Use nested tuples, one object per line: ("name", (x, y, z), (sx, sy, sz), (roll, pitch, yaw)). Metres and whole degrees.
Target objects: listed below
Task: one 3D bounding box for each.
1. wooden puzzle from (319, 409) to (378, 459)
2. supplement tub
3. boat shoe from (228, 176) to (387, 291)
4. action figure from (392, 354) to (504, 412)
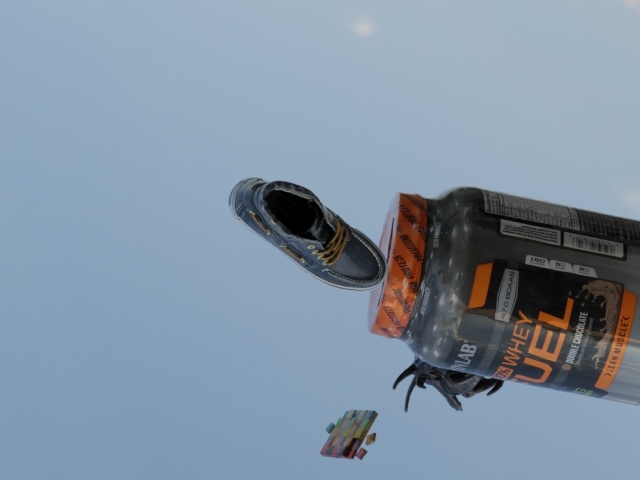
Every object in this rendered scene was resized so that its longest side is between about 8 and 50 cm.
("wooden puzzle", (0.026, 0.176, 1.385), (0.006, 0.049, 0.083), (41, 156, -24))
("supplement tub", (0.232, 0.056, 1.695), (0.338, 0.207, 0.207), (11, -152, -3))
("boat shoe", (0.000, 0.000, 1.462), (0.183, 0.065, 0.083), (30, 171, -23))
("action figure", (0.209, 0.113, 1.936), (0.164, 0.275, 0.141), (63, -179, -34))
